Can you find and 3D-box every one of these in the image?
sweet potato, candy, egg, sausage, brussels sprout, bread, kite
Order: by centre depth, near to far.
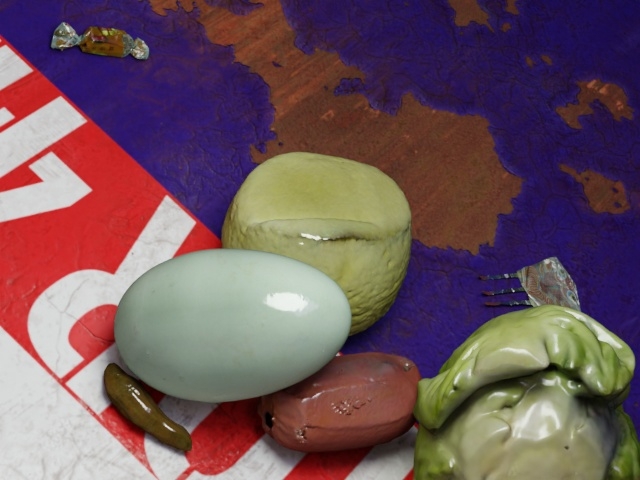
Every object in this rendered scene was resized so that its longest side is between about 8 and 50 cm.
[{"bbox_3d":[-0.132,0.125,1.856,0.370,0.230,0.230,-4,48,20],"label":"egg"},{"bbox_3d":[-0.264,0.255,1.869,0.182,0.054,0.053,44,59,5],"label":"sweet potato"},{"bbox_3d":[0.306,0.296,1.911,0.342,0.426,0.361,1,16,-4],"label":"brussels sprout"},{"bbox_3d":[0.039,0.253,1.955,0.279,0.152,0.152,-3,59,-30],"label":"sausage"},{"bbox_3d":[-0.004,0.009,2.060,0.320,0.237,0.321,15,37,-12],"label":"bread"},{"bbox_3d":[-0.393,-0.360,2.245,0.182,0.046,0.053,2,59,-27],"label":"candy"},{"bbox_3d":[0.385,0.085,2.330,0.229,0.016,0.127,1,54,-29],"label":"kite"}]
